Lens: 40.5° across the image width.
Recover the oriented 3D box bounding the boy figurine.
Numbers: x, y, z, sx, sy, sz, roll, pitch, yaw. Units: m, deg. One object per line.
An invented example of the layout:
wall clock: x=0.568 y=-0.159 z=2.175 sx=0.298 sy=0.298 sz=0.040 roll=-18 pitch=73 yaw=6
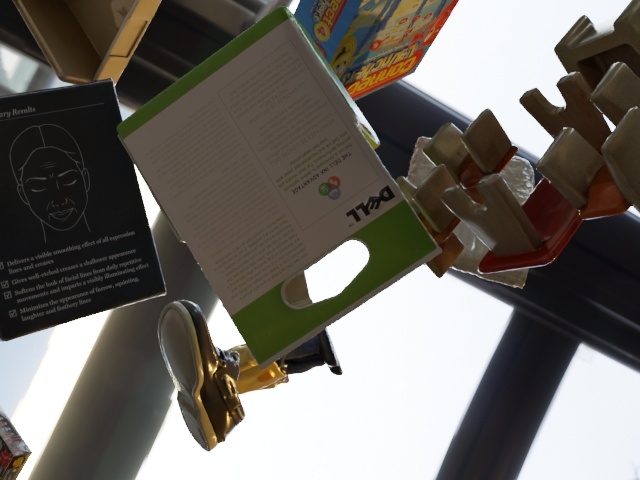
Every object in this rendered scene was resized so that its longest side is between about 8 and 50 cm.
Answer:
boy figurine: x=-0.111 y=0.228 z=1.535 sx=0.177 sy=0.285 sz=0.092 roll=74 pitch=-2 yaw=-62

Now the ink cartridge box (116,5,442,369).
ink cartridge box: x=-0.032 y=-0.042 z=0.768 sx=0.189 sy=0.255 sz=0.097 roll=-34 pitch=167 yaw=10

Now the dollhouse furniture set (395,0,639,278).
dollhouse furniture set: x=0.215 y=-0.068 z=0.693 sx=0.259 sy=0.135 sz=0.262 roll=-49 pitch=-163 yaw=-25

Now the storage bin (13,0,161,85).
storage bin: x=-0.434 y=-0.467 z=1.624 sx=0.262 sy=0.123 sz=0.260 roll=-50 pitch=-117 yaw=34

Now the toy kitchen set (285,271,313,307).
toy kitchen set: x=0.000 y=0.000 z=1.291 sx=0.122 sy=0.207 sz=0.166 roll=9 pitch=-67 yaw=62

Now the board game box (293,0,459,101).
board game box: x=0.089 y=-0.337 z=1.249 sx=0.308 sy=0.086 sz=0.302 roll=-32 pitch=162 yaw=-41

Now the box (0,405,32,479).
box: x=-0.385 y=0.225 z=0.975 sx=0.137 sy=0.027 sz=0.094 roll=42 pitch=-71 yaw=29

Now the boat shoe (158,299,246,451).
boat shoe: x=-0.120 y=0.135 z=0.918 sx=0.075 sy=0.065 sz=0.206 roll=34 pitch=-38 yaw=40

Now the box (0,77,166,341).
box: x=-0.484 y=-0.054 z=1.529 sx=0.212 sy=0.294 sz=0.395 roll=-5 pitch=-80 yaw=59

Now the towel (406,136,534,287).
towel: x=0.204 y=-0.046 z=1.226 sx=0.282 sy=0.187 sz=0.049 roll=-69 pitch=169 yaw=-50
